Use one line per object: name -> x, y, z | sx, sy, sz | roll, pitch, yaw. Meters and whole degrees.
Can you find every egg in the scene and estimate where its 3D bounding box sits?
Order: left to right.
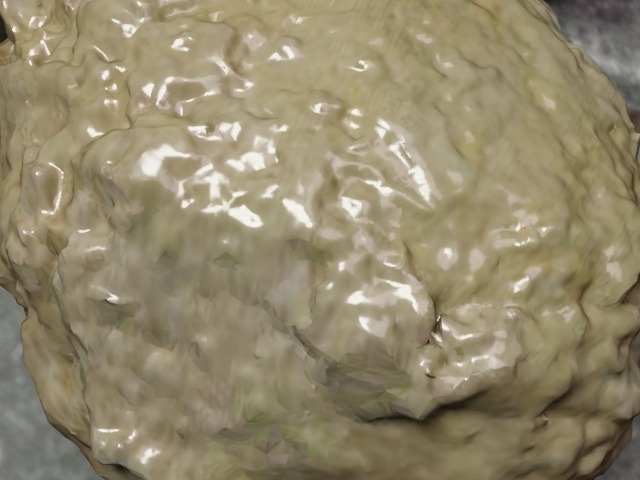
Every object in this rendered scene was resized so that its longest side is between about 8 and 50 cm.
egg -> 0.000, 0.000, 0.535 | 0.310, 0.279, 0.279 | 45, 62, -1

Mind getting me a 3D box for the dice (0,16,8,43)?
dice -> -0.276, -0.161, 0.498 | 0.259, 0.251, 0.243 | -24, 82, -26
